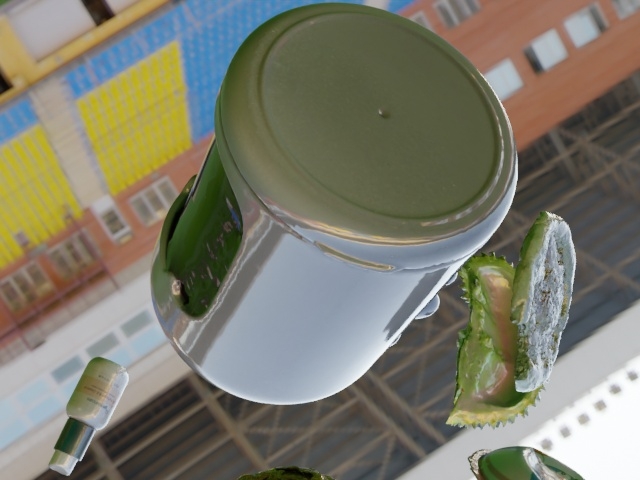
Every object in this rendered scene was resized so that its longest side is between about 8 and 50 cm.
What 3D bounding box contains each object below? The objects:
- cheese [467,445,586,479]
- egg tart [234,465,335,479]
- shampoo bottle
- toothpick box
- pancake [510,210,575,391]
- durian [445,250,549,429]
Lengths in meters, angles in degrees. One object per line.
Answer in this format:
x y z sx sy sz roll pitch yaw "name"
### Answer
0.232 0.291 1.292 0.074 0.189 0.286 -61 166 14 "cheese"
-0.077 0.493 2.056 0.297 0.132 0.297 -15 -166 4 "egg tart"
-0.379 0.284 1.958 0.074 0.074 0.192 -8 -127 58 "shampoo bottle"
0.000 0.000 0.912 0.229 0.229 0.316 -42 171 -37 "toothpick box"
0.302 0.080 1.646 0.037 0.253 0.253 8 -147 25 "pancake"
0.300 0.172 2.081 0.158 0.169 0.355 -18 -131 30 "durian"
